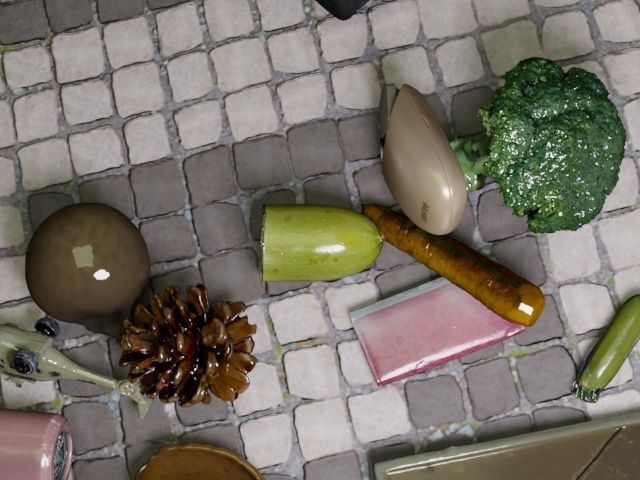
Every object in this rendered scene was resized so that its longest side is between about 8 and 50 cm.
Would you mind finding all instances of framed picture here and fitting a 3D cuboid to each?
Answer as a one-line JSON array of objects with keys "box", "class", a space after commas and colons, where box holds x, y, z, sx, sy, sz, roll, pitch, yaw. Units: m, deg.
[{"box": [0.318, 0.420, 1.565, 0.447, 0.028, 0.325, -10, 75, -3], "class": "framed picture"}]

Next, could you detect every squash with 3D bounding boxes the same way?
[{"box": [0.000, 0.000, 1.672, 0.187, 0.123, 0.123, -2, 76, 2], "class": "squash"}, {"box": [0.417, 0.150, 1.633, 0.052, 0.052, 0.183, 36, 85, 12], "class": "squash"}]

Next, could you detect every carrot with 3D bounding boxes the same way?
[{"box": [0.181, 0.027, 1.662, 0.314, 0.066, 0.066, 31, 81, 25], "class": "carrot"}]

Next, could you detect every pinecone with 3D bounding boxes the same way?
[{"box": [-0.190, 0.147, 1.629, 0.195, 0.150, 0.179, -1, 62, -18], "class": "pinecone"}]

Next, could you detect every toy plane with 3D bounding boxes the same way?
[{"box": [-0.381, 0.185, 1.673, 0.287, 0.108, 0.092, 13, 38, 6], "class": "toy plane"}]

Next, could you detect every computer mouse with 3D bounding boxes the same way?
[{"box": [0.135, -0.115, 1.653, 0.082, 0.145, 0.236, -16, 57, -12], "class": "computer mouse"}]

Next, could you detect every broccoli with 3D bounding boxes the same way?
[{"box": [0.294, -0.133, 1.627, 0.270, 0.270, 0.269, -7, 74, 35], "class": "broccoli"}]

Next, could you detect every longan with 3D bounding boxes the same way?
[{"box": [-0.335, 0.047, 1.673, 0.185, 0.159, 0.204, -27, 95, 13], "class": "longan"}]

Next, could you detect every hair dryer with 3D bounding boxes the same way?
[{"box": [-0.474, 0.414, 1.630, 0.211, 0.125, 0.352, 3, 87, 5], "class": "hair dryer"}]

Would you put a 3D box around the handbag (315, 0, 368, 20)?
[{"box": [0.009, -0.475, 1.755, 0.254, 0.181, 0.181, 42, 91, 12], "class": "handbag"}]

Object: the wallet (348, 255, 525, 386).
[{"box": [0.169, 0.119, 1.673, 0.232, 0.025, 0.119, -21, 75, 0], "class": "wallet"}]

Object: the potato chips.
[{"box": [-0.165, 0.364, 1.633, 0.202, 0.049, 0.150, 3, 82, 4], "class": "potato chips"}]
